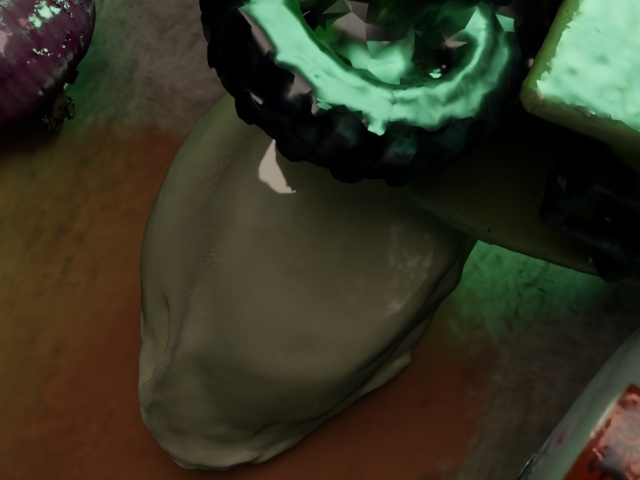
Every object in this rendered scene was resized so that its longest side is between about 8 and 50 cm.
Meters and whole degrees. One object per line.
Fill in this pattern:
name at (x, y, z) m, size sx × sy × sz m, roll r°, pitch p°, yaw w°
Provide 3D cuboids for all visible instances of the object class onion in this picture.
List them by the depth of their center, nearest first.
onion at (-0.166, -0.101, 0.830) m, size 0.115 × 0.115 × 0.104 m, roll -46°, pitch 116°, yaw -14°

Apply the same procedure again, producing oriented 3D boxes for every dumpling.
dumpling at (0.000, 0.000, 0.743) m, size 0.162 × 0.132 × 0.250 m, roll 23°, pitch 92°, yaw -23°

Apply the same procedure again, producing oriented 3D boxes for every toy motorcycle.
toy motorcycle at (0.154, -0.078, 0.661) m, size 0.410 × 0.169 × 0.237 m, roll 23°, pitch 65°, yaw -17°

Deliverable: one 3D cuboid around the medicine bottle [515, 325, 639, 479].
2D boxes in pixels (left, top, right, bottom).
medicine bottle at (0.200, 0.143, 0.672) m, size 0.225 × 0.139 × 0.139 m, roll 34°, pitch 74°, yaw 17°
